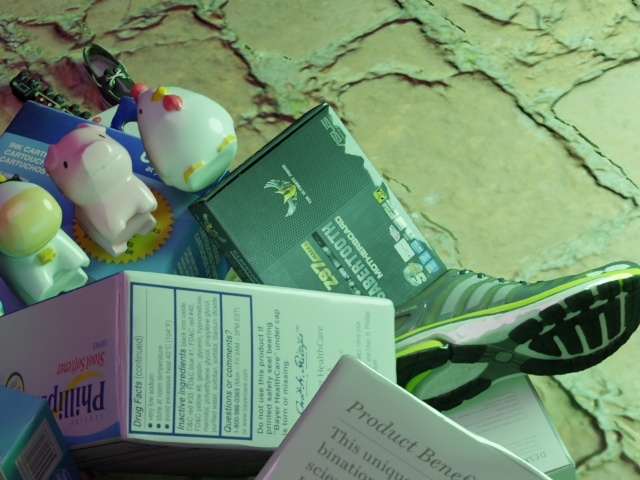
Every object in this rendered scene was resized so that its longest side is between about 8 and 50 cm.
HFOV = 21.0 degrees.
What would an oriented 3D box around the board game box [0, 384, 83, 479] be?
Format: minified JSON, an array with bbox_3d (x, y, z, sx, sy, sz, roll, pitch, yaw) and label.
[{"bbox_3d":[-0.368,0.200,1.552,0.336,0.253,0.079,15,53,24],"label":"board game box"}]

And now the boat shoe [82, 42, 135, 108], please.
[{"bbox_3d":[-0.263,-0.206,2.171,0.046,0.038,0.125,-28,49,-14],"label":"boat shoe"}]

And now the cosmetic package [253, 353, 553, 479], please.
[{"bbox_3d":[0.026,0.376,1.326,0.329,0.327,0.393,33,59,8],"label":"cosmetic package"}]

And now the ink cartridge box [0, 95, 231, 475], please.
[{"bbox_3d":[-0.263,0.020,1.863,0.270,0.151,0.395,18,56,18],"label":"ink cartridge box"}]

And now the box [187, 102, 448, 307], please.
[{"bbox_3d":[0.000,0.000,1.819,0.183,0.232,0.059,-39,8,-23],"label":"box"}]

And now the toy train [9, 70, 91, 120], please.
[{"bbox_3d":[-0.337,-0.168,2.159,0.158,0.027,0.036,32,64,34],"label":"toy train"}]

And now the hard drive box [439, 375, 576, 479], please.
[{"bbox_3d":[0.125,0.187,1.699,0.181,0.089,0.232,-18,47,-6],"label":"hard drive box"}]

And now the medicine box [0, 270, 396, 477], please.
[{"bbox_3d":[-0.119,0.132,1.588,0.289,0.263,0.149,9,74,-33],"label":"medicine box"}]

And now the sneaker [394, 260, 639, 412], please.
[{"bbox_3d":[0.175,0.069,1.670,0.300,0.111,0.121,-15,43,-7],"label":"sneaker"}]

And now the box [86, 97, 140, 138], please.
[{"bbox_3d":[-0.261,-0.086,2.062,0.186,0.038,0.145,-26,49,-14],"label":"box"}]

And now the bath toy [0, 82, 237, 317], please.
[{"bbox_3d":[-0.240,-0.049,1.721,0.348,0.151,0.129,-38,75,-23],"label":"bath toy"}]
